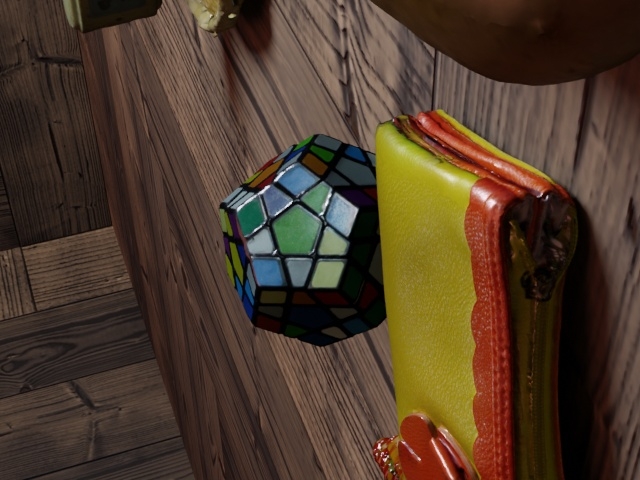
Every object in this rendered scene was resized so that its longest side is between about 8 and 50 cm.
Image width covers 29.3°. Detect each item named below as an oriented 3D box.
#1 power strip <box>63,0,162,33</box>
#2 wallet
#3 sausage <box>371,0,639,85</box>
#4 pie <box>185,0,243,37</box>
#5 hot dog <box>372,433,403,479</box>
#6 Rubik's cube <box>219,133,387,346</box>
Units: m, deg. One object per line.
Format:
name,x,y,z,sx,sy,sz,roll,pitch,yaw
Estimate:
power strip,-0.188,-0.331,1.007,0.388,0.092,0.066,91,158,-50
wallet,0.076,0.066,0.615,0.141,0.067,0.241,-134,33,-62
sausage,0.000,-0.220,0.519,0.136,0.123,0.501,-58,40,34
pie,-0.110,-0.306,1.027,0.274,0.055,0.274,166,90,-78
hot dog,0.070,0.177,0.814,0.144,0.038,0.062,-125,24,-57
Rubik's cube,0.000,0.000,0.762,0.133,0.133,0.112,99,-179,-59
